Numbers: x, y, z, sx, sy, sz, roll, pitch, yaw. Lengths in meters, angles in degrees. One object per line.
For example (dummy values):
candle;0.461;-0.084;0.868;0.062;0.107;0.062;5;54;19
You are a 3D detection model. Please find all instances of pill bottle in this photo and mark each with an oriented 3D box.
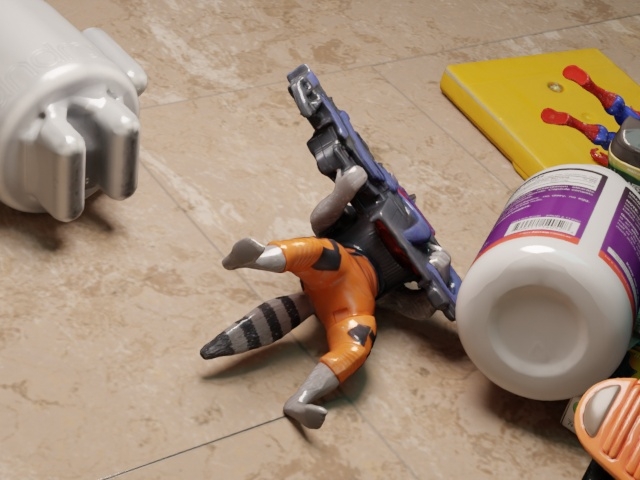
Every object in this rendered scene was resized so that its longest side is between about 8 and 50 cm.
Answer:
pill bottle;0.269;0.029;1.549;0.182;0.181;0.323;22;28;11

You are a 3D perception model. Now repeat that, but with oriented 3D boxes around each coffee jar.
coffee jar;0.381;-0.058;1.713;0.096;0.184;0.079;21;37;10

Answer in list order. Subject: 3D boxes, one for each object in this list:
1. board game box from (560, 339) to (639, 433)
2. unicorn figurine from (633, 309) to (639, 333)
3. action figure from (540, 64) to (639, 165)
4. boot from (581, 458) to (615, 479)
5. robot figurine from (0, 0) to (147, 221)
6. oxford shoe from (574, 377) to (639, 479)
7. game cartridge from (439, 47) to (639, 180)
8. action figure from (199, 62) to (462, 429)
board game box;0.430;0.221;1.474;0.305;0.053;0.193;35;42;26
unicorn figurine;0.417;0.098;1.637;0.162;0.060;0.111;11;44;19
action figure;0.377;-0.142;1.803;0.280;0.091;0.139;25;6;-35
boot;0.318;0.321;1.274;0.207;0.094;0.246;18;37;4
robot figurine;-0.345;-0.169;1.609;0.300;0.199;0.353;-22;50;-37
oxford shoe;0.394;0.252;1.295;0.364;0.132;0.130;30;69;14
game cartridge;0.364;-0.151;1.951;0.285;0.052;0.323;-10;46;-29
action figure;0.000;0.000;1.510;0.341;0.179;0.330;58;36;-4
